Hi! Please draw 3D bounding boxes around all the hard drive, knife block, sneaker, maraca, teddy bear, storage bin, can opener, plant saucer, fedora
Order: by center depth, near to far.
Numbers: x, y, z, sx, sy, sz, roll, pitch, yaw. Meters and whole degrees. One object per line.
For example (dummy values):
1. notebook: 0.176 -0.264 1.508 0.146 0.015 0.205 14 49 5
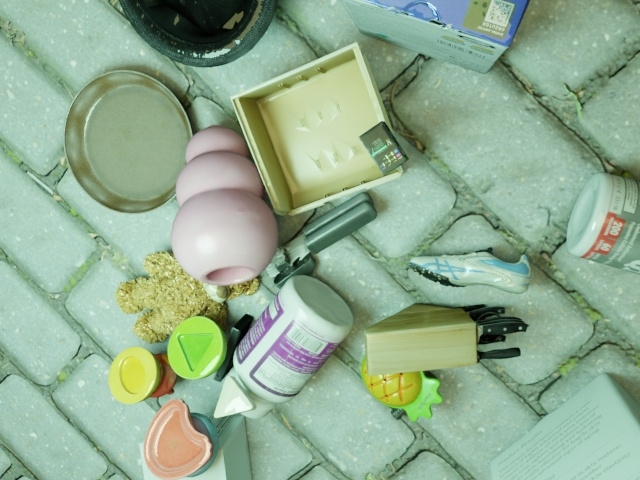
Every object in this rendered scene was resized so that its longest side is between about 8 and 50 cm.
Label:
1. fedora: -0.221 -0.494 1.090 0.334 0.152 0.333 2 102 12
2. knife block: 0.252 0.194 1.092 0.242 0.276 0.088 4 104 42
3. storage bin: 0.003 -0.207 1.117 0.262 0.123 0.260 -19 96 15
4. sneaker: 0.299 0.053 1.137 0.237 0.085 0.086 7 77 14
5. maraca: 0.168 0.297 1.188 0.186 0.099 0.127 34 106 22
6. can opener: 0.000 0.000 1.198 0.280 0.074 0.093 -35 127 18
7. plant saucer: -0.417 -0.214 1.245 0.311 0.050 0.310 3 103 11
8. teddy bear: -0.307 0.126 1.260 0.338 0.113 0.245 -6 102 13
9. hard drive: -0.195 0.239 1.265 0.022 0.094 0.135 25 105 6

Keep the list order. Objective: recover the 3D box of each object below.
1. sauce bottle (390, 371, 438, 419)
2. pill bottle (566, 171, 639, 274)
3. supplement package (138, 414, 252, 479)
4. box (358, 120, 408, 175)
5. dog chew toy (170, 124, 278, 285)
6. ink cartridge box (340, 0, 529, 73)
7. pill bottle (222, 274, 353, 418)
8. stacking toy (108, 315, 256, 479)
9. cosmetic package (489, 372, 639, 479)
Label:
1. sauce bottle: 0.204 0.342 1.228 0.042 0.042 0.128 41 105 2
2. pill bottle: 0.610 -0.010 1.007 0.283 0.161 0.161 17 104 9
3. supplement package: -0.284 0.526 1.315 0.203 0.149 0.194 -2 101 13
4. box: 0.114 -0.164 1.007 0.052 0.062 0.083 -33 94 15
5. dog chew toy: -0.198 -0.083 1.129 0.207 0.206 0.331 -17 66 15
6. ink cartridge box: 0.186 -0.393 0.897 0.270 0.395 0.151 21 105 7
7. pill bottle: -0.079 0.233 1.200 0.169 0.169 0.301 39 110 2
8. stacking toy: -0.272 0.330 1.213 0.280 0.130 0.309 -36 65 5
9. cosmetic package: 0.547 0.519 1.008 0.327 0.394 0.329 43 107 1
